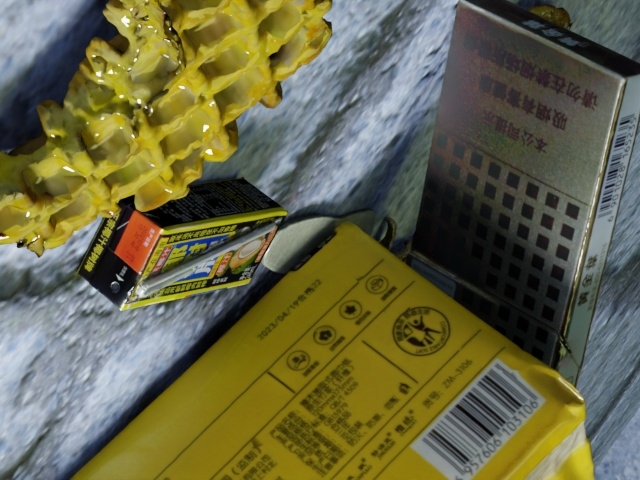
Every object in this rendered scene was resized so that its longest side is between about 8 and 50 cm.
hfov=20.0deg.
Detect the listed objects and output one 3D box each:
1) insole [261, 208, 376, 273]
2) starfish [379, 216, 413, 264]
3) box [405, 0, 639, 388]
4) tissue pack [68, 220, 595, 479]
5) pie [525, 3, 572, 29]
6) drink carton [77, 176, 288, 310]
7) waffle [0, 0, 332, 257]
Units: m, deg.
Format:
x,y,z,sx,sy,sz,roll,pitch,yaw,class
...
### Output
x,y,z,sx,sy,sz,roll,pitch,yaw,class
0.000,0.000,1.569,0.192,0.010,0.063,-10,134,-61,insole
0.067,0.050,1.699,0.133,0.041,0.130,23,62,-63,starfish
0.166,-0.027,1.536,0.047,0.180,0.325,-19,129,-42,box
0.001,0.222,1.503,0.382,0.293,0.228,-43,152,-20,tissue pack
0.188,-0.177,1.653,0.170,0.034,0.092,-4,131,-57,pie
-0.096,0.001,1.298,0.165,0.056,0.071,-13,134,-60,drink carton
-0.092,-0.096,1.057,0.259,0.069,0.293,-13,149,-53,waffle
